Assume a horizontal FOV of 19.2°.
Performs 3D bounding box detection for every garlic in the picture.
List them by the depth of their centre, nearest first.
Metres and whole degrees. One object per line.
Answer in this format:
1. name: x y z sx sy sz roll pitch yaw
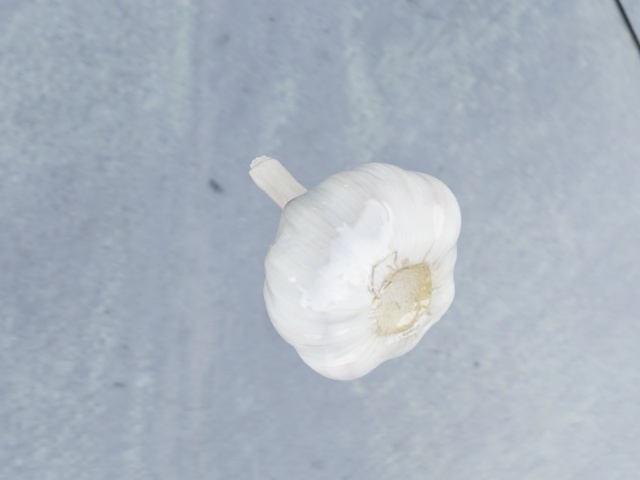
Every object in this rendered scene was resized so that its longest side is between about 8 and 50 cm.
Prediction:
1. garlic: 0.000 0.000 1.678 0.226 0.199 0.199 37 96 35
